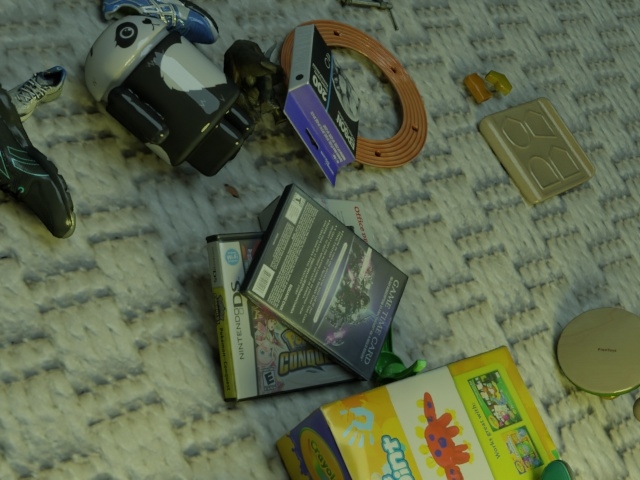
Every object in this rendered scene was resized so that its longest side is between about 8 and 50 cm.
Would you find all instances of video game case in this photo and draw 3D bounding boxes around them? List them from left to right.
[{"bbox_3d":[-0.043,0.107,1.829,0.275,0.035,0.248,-4,85,-40],"label":"video game case"},{"bbox_3d":[0.012,0.068,1.843,0.274,0.026,0.196,39,60,-30],"label":"video game case"}]

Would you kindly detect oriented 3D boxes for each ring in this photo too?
[{"bbox_3d":[0.062,-0.275,2.251,0.337,0.032,0.336,20,51,-26],"label":"ring"}]

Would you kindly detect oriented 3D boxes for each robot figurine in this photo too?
[{"bbox_3d":[-0.238,-0.232,1.873,0.278,0.209,0.173,41,83,-8],"label":"robot figurine"}]

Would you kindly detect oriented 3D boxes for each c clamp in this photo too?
[{"bbox_3d":[0.084,-0.502,2.434,0.161,0.022,0.137,4,59,-37],"label":"c clamp"}]

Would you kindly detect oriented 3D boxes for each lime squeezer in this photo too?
[{"bbox_3d":[0.125,0.190,1.889,0.059,0.110,0.310,27,10,-12],"label":"lime squeezer"}]

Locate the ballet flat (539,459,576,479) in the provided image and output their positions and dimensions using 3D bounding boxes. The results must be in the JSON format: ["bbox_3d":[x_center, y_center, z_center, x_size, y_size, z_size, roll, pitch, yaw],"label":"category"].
[{"bbox_3d":[0.353,0.411,1.703,0.070,0.070,0.188,20,56,-27],"label":"ballet flat"}]

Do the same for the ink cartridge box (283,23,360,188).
[{"bbox_3d":[0.007,-0.233,2.054,0.206,0.045,0.208,55,32,-44],"label":"ink cartridge box"}]

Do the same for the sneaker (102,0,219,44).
[{"bbox_3d":[-0.276,-0.376,2.027,0.211,0.080,0.081,20,56,-15],"label":"sneaker"}]

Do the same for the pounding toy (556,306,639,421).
[{"bbox_3d":[0.560,0.240,2.216,0.237,0.110,0.183,30,69,32],"label":"pounding toy"}]

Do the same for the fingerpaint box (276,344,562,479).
[{"bbox_3d":[0.196,0.422,1.742,0.371,0.163,0.444,-14,70,-35],"label":"fingerpaint box"}]

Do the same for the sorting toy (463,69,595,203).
[{"bbox_3d":[0.429,-0.229,2.508,0.229,0.041,0.307,-23,76,-41],"label":"sorting toy"}]

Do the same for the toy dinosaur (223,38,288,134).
[{"bbox_3d":[-0.121,-0.270,1.986,0.313,0.121,0.160,29,39,-82],"label":"toy dinosaur"}]

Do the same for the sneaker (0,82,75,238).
[{"bbox_3d":[-0.448,-0.105,1.698,0.106,0.101,0.267,-33,84,-24],"label":"sneaker"}]

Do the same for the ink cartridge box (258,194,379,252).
[{"bbox_3d":[0.000,0.000,1.974,0.175,0.072,0.127,3,60,-37],"label":"ink cartridge box"}]

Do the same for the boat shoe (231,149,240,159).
[{"bbox_3d":[-0.175,-0.196,1.999,0.049,0.042,0.133,-21,74,-22],"label":"boat shoe"}]

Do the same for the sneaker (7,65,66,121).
[{"bbox_3d":[-0.436,-0.229,1.801,0.052,0.058,0.135,45,44,-4],"label":"sneaker"}]
